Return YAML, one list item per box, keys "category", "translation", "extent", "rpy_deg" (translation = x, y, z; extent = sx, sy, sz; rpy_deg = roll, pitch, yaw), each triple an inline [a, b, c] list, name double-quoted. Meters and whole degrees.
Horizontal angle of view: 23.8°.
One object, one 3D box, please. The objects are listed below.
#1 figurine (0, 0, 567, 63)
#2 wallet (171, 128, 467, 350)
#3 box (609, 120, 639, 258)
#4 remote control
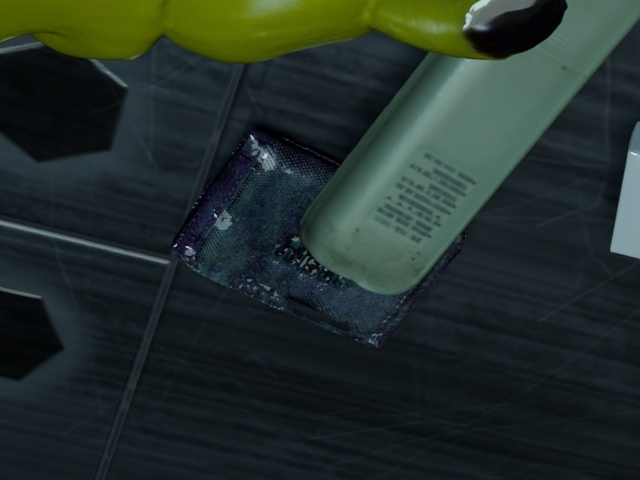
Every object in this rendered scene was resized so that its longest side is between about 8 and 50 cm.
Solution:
- category: "figurine"
  translation: [-0.069, -0.174, 0.684]
  extent: [0.326, 0.218, 0.169]
  rpy_deg: [4, 160, -8]
- category: "wallet"
  translation: [0.000, -0.001, 0.991]
  extent: [0.166, 0.030, 0.111]
  rpy_deg: [25, 119, -21]
- category: "box"
  translation: [0.262, -0.015, 0.940]
  extent: [0.154, 0.040, 0.084]
  rpy_deg: [15, 135, 15]
- category: "remote control"
  translation: [0.098, -0.085, 0.897]
  extent: [0.090, 0.038, 0.309]
  rpy_deg: [27, 119, -20]
